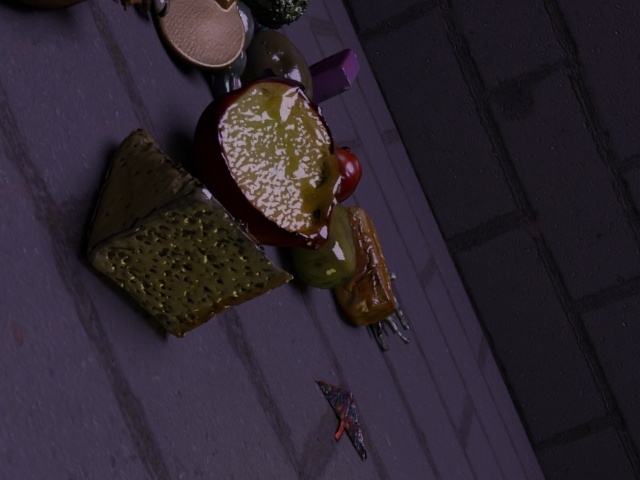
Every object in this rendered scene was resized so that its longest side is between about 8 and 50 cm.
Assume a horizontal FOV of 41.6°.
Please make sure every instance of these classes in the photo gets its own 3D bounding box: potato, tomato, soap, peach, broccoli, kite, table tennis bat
[{"bbox_3d":[0.001,0.001,1.896,0.197,0.149,0.228,14,52,-53],"label":"potato"},{"bbox_3d":[0.019,-0.154,2.107,0.187,0.187,0.151,41,43,-55],"label":"tomato"},{"bbox_3d":[-0.108,-0.383,2.004,0.178,0.160,0.235,-1,82,-61],"label":"potato"},{"bbox_3d":[0.013,-0.472,2.466,0.081,0.181,0.259,62,19,-17],"label":"soap"},{"bbox_3d":[-0.101,-0.118,1.585,0.258,0.201,0.361,-18,75,-31],"label":"peach"},{"bbox_3d":[-0.146,-0.701,2.222,0.288,0.236,0.259,-11,114,-81],"label":"broccoli"},{"bbox_3d":[0.049,0.372,1.814,0.232,0.009,0.189,61,19,-16],"label":"kite"},{"bbox_3d":[-0.221,-0.487,1.777,0.198,0.050,0.320,42,54,-16],"label":"table tennis bat"}]

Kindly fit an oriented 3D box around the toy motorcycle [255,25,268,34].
[{"bbox_3d":[-0.114,-0.467,2.208,0.198,0.109,0.296,60,18,-16],"label":"toy motorcycle"}]

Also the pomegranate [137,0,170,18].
[{"bbox_3d":[-0.299,-0.551,1.638,0.210,0.179,0.179,69,17,3],"label":"pomegranate"}]

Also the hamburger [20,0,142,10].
[{"bbox_3d":[-0.355,-0.522,1.310,0.287,0.268,0.445,49,23,-54],"label":"hamburger"}]

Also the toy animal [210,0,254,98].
[{"bbox_3d":[-0.204,-0.416,1.850,0.125,0.127,0.251,39,37,-63],"label":"toy animal"}]

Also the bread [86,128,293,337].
[{"bbox_3d":[-0.176,-0.048,1.255,0.248,0.279,0.315,45,40,-37],"label":"bread"}]

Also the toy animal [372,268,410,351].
[{"bbox_3d":[0.186,0.194,2.329,0.170,0.090,0.255,53,20,-27],"label":"toy animal"}]

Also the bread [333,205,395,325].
[{"bbox_3d":[0.094,0.060,2.130,0.167,0.132,0.294,30,39,-64],"label":"bread"}]
